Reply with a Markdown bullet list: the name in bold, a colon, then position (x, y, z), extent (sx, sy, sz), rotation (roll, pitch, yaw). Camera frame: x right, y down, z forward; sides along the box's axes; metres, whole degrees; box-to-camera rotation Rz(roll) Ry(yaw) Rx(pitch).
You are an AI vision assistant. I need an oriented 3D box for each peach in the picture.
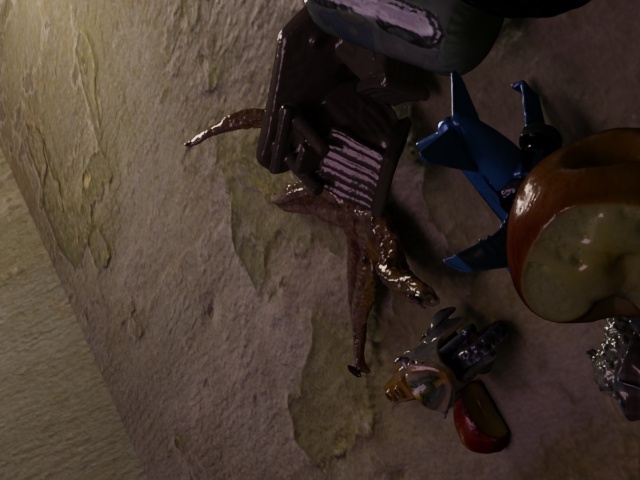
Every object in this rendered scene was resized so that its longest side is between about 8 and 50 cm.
- **peach**: position (0.183, 0.211, 2.108), extent (0.077, 0.050, 0.083), rotation (27, 129, 56)

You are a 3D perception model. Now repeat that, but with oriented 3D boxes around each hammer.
- **hammer**: position (0.098, -0.336, 1.750), extent (0.206, 0.119, 0.335), rotation (23, 121, 26)

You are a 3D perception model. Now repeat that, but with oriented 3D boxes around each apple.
- **apple**: position (0.263, -0.007, 1.598), extent (0.195, 0.160, 0.173), rotation (-5, 113, 19)

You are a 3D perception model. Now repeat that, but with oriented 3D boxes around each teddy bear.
- **teddy bear**: position (0.316, 0.120, 1.667), extent (0.213, 0.111, 0.133), rotation (44, 150, 47)

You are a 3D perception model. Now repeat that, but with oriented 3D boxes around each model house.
- **model house**: position (0.033, -0.139, 2.027), extent (0.188, 0.122, 0.229), rotation (44, 131, 39)

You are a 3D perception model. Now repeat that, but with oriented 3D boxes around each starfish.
- **starfish**: position (0.008, -0.008, 2.215), extent (0.398, 0.132, 0.384), rotation (47, 158, 16)

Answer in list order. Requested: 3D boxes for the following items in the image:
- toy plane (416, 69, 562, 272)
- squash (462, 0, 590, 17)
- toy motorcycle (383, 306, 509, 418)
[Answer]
- **toy plane**: position (0.204, -0.038, 1.729), extent (0.271, 0.254, 0.105), rotation (38, 138, -17)
- **squash**: position (0.181, -0.292, 1.534), extent (0.172, 0.218, 0.218), rotation (33, 172, -27)
- **toy motorcycle**: position (0.129, 0.149, 2.068), extent (0.094, 0.130, 0.229), rotation (49, 156, -3)
